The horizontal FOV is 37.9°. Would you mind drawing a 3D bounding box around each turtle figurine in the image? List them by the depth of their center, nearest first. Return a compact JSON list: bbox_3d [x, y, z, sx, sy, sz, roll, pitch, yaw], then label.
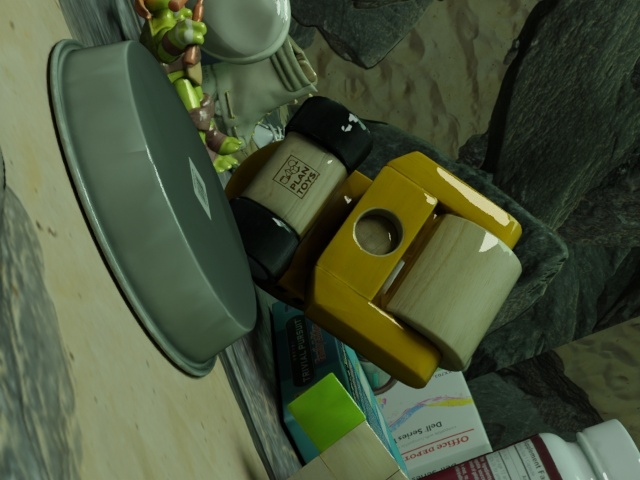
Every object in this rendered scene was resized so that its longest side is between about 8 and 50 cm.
[{"bbox_3d":[-0.146,-0.178,0.968,0.269,0.087,0.217,-123,-163,-68],"label":"turtle figurine"}]

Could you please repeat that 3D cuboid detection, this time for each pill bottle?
[{"bbox_3d":[0.294,0.421,1.390,0.224,0.392,0.224,-21,90,-86],"label":"pill bottle"}]

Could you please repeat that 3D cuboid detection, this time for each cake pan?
[{"bbox_3d":[-0.125,-0.035,0.765,0.293,0.054,0.293,-22,90,-86],"label":"cake pan"}]

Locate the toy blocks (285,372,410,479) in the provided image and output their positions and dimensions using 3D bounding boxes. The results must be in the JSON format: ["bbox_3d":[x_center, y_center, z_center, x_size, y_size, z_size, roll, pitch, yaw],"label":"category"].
[{"bbox_3d":[0.090,0.311,0.852,0.381,0.190,0.261,52,-5,11],"label":"toy blocks"}]

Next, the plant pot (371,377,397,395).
[{"bbox_3d":[0.078,0.150,1.523,0.180,0.201,0.201,-69,139,-59],"label":"plant pot"}]

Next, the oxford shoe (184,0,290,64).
[{"bbox_3d":[-0.186,-0.407,1.091,0.449,0.169,0.130,60,3,-8],"label":"oxford shoe"}]

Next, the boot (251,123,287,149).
[{"bbox_3d":[-0.075,-0.167,1.495,0.258,0.123,0.095,48,21,-77],"label":"boot"}]

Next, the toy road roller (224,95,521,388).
[{"bbox_3d":[0.039,0.014,1.063,0.329,0.203,0.240,34,-17,4],"label":"toy road roller"}]

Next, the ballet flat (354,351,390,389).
[{"bbox_3d":[0.064,0.140,1.368,0.213,0.072,0.068,-95,178,-61],"label":"ballet flat"}]

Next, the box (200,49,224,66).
[{"bbox_3d":[-0.174,-0.347,1.349,0.184,0.103,0.261,-50,118,-82],"label":"box"}]

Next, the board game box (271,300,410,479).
[{"bbox_3d":[0.042,0.260,1.167,0.254,0.079,0.336,-103,170,-64],"label":"board game box"}]

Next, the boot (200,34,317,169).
[{"bbox_3d":[-0.078,-0.184,1.268,0.213,0.165,0.077,58,12,-58],"label":"boot"}]

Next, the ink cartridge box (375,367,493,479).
[{"bbox_3d":[0.229,0.397,1.897,0.353,0.207,0.119,-107,174,-52],"label":"ink cartridge box"}]
